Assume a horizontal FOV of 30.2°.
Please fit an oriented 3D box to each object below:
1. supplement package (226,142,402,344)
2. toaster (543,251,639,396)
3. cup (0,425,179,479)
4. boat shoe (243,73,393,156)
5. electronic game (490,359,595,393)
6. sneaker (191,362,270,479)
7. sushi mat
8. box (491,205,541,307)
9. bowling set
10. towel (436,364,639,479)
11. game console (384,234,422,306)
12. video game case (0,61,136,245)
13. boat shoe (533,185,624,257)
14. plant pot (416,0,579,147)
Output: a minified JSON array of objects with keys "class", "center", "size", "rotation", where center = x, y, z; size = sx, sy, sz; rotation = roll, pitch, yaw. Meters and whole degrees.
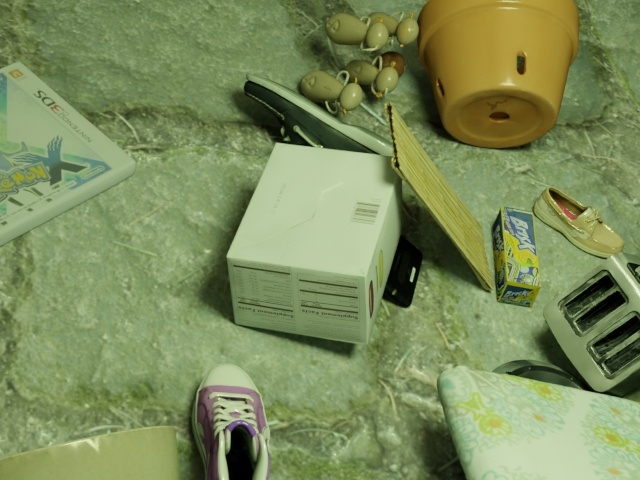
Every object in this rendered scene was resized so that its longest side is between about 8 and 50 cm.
[{"class":"supplement package","center":[0.000,0.000,1.756],"size":[0.204,0.145,0.262],"rotation":[8,45,12]},{"class":"toaster","center":[0.437,0.129,1.765],"size":[0.110,0.185,0.168],"rotation":[19,37,-59]},{"class":"cup","center":[-0.292,0.355,1.281],"size":[0.331,0.331,0.237],"rotation":[-10,77,-24]},{"class":"boat shoe","center":[-0.012,-0.181,1.984],"size":[0.302,0.091,0.114],"rotation":[31,11,19]},{"class":"electronic game","center":[0.325,0.269,1.692],"size":[0.229,0.048,0.229],"rotation":[13,49,-15]},{"class":"sneaker","center":[-0.103,0.244,1.515],"size":[0.102,0.161,0.282],"rotation":[2,46,-12]},{"class":"sushi mat","center":[0.184,-0.065,1.833],"size":[0.019,0.316,0.151],"rotation":[-24,41,21]},{"class":"box","center":[0.315,0.024,1.917],"size":[0.059,0.054,0.169],"rotation":[10,45,-7]},{"class":"bowling set","center":[0.112,-0.345,2.103],"size":[0.199,0.287,0.154],"rotation":[14,8,-39]},{"class":"towel","center":[0.349,0.308,1.518],"size":[0.374,0.090,0.320],"rotation":[14,25,-17]},{"class":"game console","center":[0.093,0.045,1.863],"size":[0.107,0.071,0.122],"rotation":[40,42,-20]},{"class":"video game case","center":[-0.506,-0.132,1.838],"size":[0.300,0.036,0.329],"rotation":[39,50,21]},{"class":"boat shoe","center":[0.440,-0.032,2.002],"size":[0.170,0.059,0.063],"rotation":[32,47,14]},{"class":"plant pot","center":[0.311,-0.297,2.086],"size":[0.290,0.291,0.204],"rotation":[8,64,-9]}]
